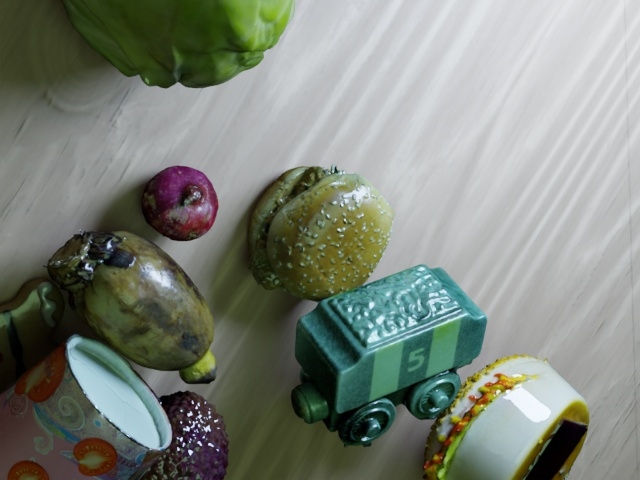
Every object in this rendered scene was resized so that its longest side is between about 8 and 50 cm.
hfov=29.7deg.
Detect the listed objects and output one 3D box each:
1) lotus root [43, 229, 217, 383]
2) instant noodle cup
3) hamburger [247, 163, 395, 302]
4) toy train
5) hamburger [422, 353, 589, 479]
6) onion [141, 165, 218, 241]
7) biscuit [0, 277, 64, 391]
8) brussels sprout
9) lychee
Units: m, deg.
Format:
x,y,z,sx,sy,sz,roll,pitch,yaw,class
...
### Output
x,y,z,sx,sy,sz,roll,pitch,yaw,class
-0.237,0.087,1.626,0.141,0.169,0.314,-50,125,-12,lotus root
-0.333,0.267,1.542,0.231,0.243,0.243,-42,120,10,instant noodle cup
0.000,0.000,1.741,0.215,0.122,0.189,-48,123,-2,hamburger
0.095,0.167,1.787,0.299,0.167,0.238,-19,137,-25,toy train
0.294,0.312,1.934,0.294,0.179,0.276,20,105,-56,hamburger
-0.190,-0.051,1.650,0.107,0.097,0.107,3,83,-29,onion
-0.479,0.167,1.606,0.302,0.049,0.196,-13,109,-21,biscuit
-0.168,-0.345,1.464,0.328,0.328,0.247,48,51,-29,brussels sprout
-0.212,0.317,1.703,0.188,0.188,0.188,-8,109,-24,lychee
